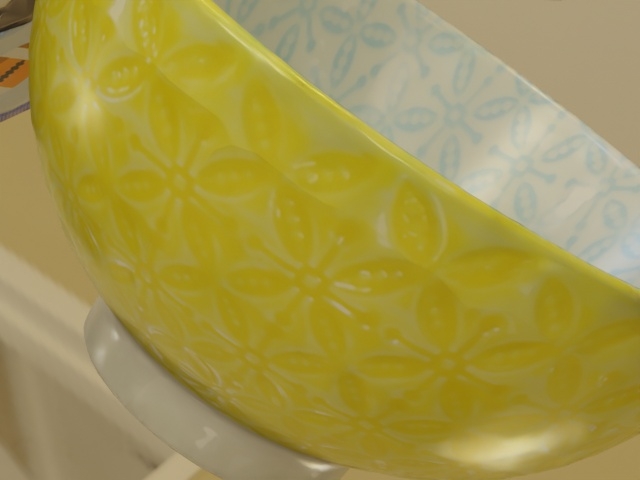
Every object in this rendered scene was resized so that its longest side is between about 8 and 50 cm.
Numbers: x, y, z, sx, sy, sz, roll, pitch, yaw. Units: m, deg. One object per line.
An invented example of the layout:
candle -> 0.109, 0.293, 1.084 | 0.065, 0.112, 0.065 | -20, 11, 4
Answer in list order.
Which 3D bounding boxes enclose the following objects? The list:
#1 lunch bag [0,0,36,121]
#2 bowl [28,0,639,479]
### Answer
lunch bag -> -0.263, -0.174, 0.657 | 0.385, 0.239, 0.328 | 8, -21, -13
bowl -> 0.000, 0.000, 0.577 | 0.289, 0.289, 0.156 | 41, -73, 17
